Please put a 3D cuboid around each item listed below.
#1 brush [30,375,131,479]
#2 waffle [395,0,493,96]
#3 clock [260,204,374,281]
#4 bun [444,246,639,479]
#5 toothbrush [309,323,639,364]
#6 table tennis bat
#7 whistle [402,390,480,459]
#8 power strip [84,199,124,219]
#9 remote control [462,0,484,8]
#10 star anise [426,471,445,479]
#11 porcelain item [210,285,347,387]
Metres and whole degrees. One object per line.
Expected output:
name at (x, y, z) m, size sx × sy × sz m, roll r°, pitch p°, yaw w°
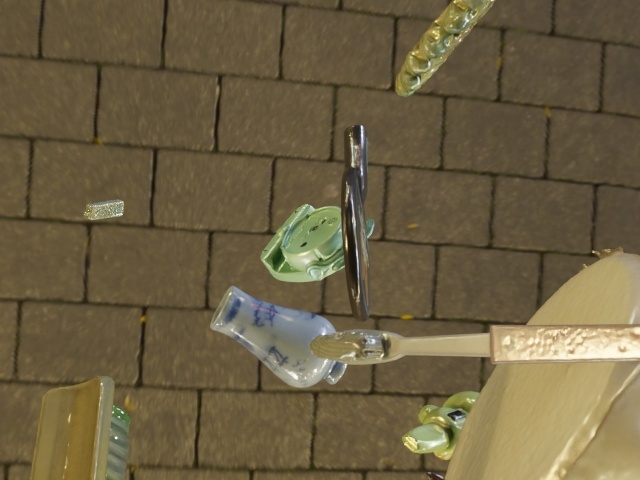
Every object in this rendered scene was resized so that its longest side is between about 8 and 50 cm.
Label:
brush at (-0.146, 0.204, 0.481) m, size 0.054 × 0.282 × 0.048 m, roll -20°, pitch 133°, yaw 13°
waffle at (0.236, -0.377, 1.471) m, size 0.056 × 0.292 × 0.309 m, roll 42°, pitch 90°, yaw 0°
clock at (0.001, 0.001, 1.436) m, size 0.148 × 0.188 × 0.060 m, roll -54°, pitch 125°, yaw -31°
bun at (0.228, 0.156, 0.648) m, size 0.175 × 0.263 × 0.263 m, roll 34°, pitch 83°, yaw 1°
toothbrush at (0.074, 0.033, 0.274) m, size 0.017 × 0.194 × 0.014 m, roll 10°, pitch 77°, yaw -51°
table tennis bat at (0.036, -0.027, 0.869) m, size 0.027 × 0.150 × 0.236 m, roll -4°, pitch 51°, yaw 7°
whistle at (0.256, 0.388, 1.685) m, size 0.294 × 0.141 × 0.141 m, roll -15°, pitch 91°, yaw -42°
power strip at (-0.370, -0.052, 1.452) m, size 0.017 × 0.083 × 0.027 m, roll 18°, pitch 109°, yaw 32°
remote control at (0.162, -0.435, 1.150) m, size 0.038 × 0.285 × 0.123 m, roll -30°, pitch 60°, yaw 4°
star anise at (0.240, 0.394, 1.164) m, size 0.272 × 0.102 × 0.272 m, roll 5°, pitch 63°, yaw -11°
porcelain item at (-0.071, 0.180, 1.564) m, size 0.259 × 0.141 × 0.141 m, roll 29°, pitch 84°, yaw -13°
